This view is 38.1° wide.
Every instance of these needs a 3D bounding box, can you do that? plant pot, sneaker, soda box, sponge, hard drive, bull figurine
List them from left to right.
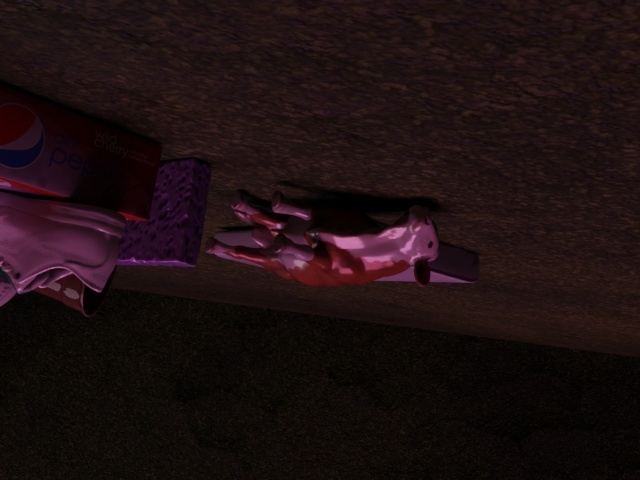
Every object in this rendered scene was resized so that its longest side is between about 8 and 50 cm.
[{"bbox_3d":[-0.298,0.004,0.909,0.212,0.094,0.080,7,173,19],"label":"sneaker"},{"bbox_3d":[-0.281,-0.087,0.885,0.092,0.083,0.263,2,170,39],"label":"soda box"},{"bbox_3d":[-0.451,0.030,1.593,0.165,0.167,0.167,16,171,3],"label":"plant pot"},{"bbox_3d":[-0.210,-0.030,1.073,0.210,0.117,0.031,0,169,43],"label":"sponge"},{"bbox_3d":[0.000,0.000,1.129,0.188,0.101,0.310,19,165,-31],"label":"bull figurine"},{"bbox_3d":[0.031,0.023,1.405,0.233,0.047,0.353,16,168,-39],"label":"hard drive"}]

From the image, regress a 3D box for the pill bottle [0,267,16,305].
[{"bbox_3d":[-0.532,-0.029,1.111,0.204,0.204,0.361,4,171,25],"label":"pill bottle"}]
